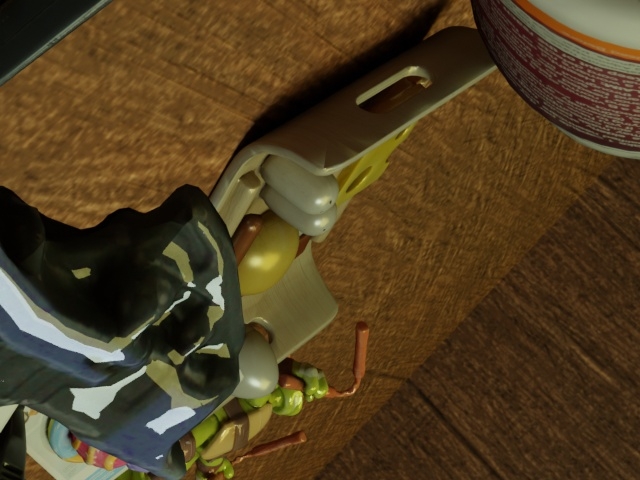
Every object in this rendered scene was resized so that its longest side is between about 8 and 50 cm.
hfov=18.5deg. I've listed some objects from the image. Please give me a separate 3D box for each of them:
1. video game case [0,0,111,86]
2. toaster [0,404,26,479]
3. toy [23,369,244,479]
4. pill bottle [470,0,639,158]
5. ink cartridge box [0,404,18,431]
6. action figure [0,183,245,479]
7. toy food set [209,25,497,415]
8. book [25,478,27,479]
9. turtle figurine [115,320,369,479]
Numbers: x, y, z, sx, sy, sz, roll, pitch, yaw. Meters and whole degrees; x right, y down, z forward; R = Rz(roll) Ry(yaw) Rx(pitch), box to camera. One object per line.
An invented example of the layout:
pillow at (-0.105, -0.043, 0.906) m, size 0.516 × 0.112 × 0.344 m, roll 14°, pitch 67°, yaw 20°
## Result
video game case at (-0.014, -0.153, 0.737) m, size 0.274 × 0.026 × 0.196 m, roll -40°, pitch -171°, yaw -23°
toaster at (-0.213, 0.130, 0.832) m, size 0.146 × 0.129 × 0.227 m, roll -47°, pitch -153°, yaw 26°
toy at (-0.117, 0.098, 1.190) m, size 0.137 × 0.056 × 0.237 m, roll -37°, pitch 151°, yaw -5°
pill bottle at (0.188, -0.171, 1.079) m, size 0.224 × 0.224 × 0.392 m, roll -46°, pitch 169°, yaw -1°
ink cartridge box at (-0.209, 0.068, 0.629) m, size 0.092 × 0.158 × 0.218 m, roll -29°, pitch 160°, yaw -50°
action figure at (-0.112, -0.105, 0.302) m, size 0.330 × 0.178 × 0.341 m, roll -41°, pitch 136°, yaw 7°
toy food set at (0.000, 0.000, 1.334) m, size 0.220 × 0.092 × 0.306 m, roll -35°, pitch 165°, yaw -44°
book at (-0.223, 0.186, 1.159) m, size 0.144 × 0.096 × 0.035 m, roll -51°, pitch 171°, yaw 26°
turtle figurine at (-0.080, 0.145, 1.573) m, size 0.217 × 0.087 × 0.269 m, roll -28°, pitch 169°, yaw -36°
